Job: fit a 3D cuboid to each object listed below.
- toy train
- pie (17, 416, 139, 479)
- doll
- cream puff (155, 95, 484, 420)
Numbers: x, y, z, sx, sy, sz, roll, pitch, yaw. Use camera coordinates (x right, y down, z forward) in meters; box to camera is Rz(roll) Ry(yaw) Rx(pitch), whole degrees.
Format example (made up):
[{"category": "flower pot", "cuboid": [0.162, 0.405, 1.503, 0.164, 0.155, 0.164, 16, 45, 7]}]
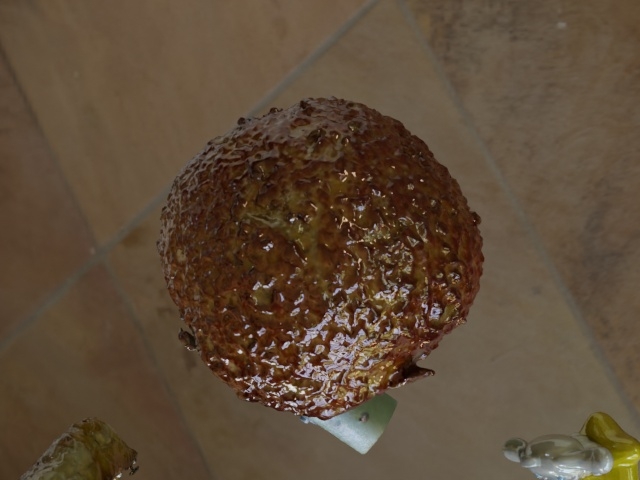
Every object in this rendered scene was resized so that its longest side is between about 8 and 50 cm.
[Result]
[{"category": "toy train", "cuboid": [-0.028, 0.236, 2.012, 0.131, 0.299, 0.202, -55, 24, -4]}, {"category": "pie", "cuboid": [-0.265, 0.263, 0.974, 0.092, 0.315, 0.315, 41, 127, 0]}, {"category": "doll", "cuboid": [0.232, 0.192, 1.062, 0.135, 0.113, 0.072, 129, 141, -83]}, {"category": "cream puff", "cuboid": [0.005, 0.000, 1.180, 0.350, 0.350, 0.229, 53, 153, 18]}]
